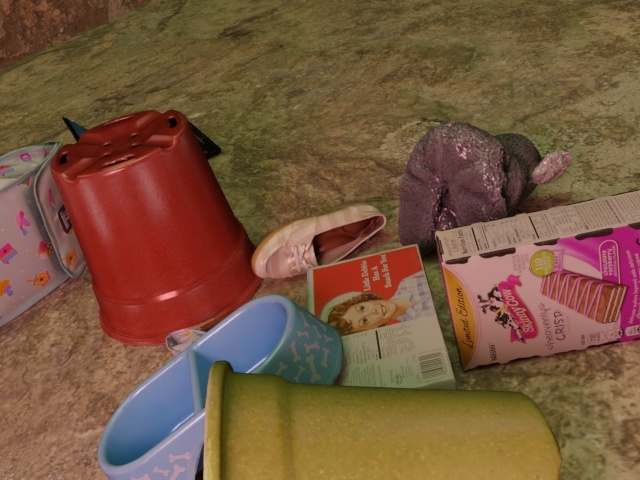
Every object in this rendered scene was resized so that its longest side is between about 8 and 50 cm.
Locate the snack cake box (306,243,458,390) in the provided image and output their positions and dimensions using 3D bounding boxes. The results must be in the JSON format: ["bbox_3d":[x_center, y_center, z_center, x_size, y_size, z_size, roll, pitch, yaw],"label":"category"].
[{"bbox_3d":[0.068,0.121,0.868,0.152,0.089,0.264,-14,31,7],"label":"snack cake box"}]

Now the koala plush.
[{"bbox_3d":[0.241,-0.090,1.049,0.196,0.203,0.221,17,33,42],"label":"koala plush"}]

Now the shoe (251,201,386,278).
[{"bbox_3d":[0.000,0.000,1.104,0.219,0.076,0.058,-25,27,-18],"label":"shoe"}]

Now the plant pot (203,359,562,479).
[{"bbox_3d":[0.051,0.221,0.586,0.254,0.276,0.276,-5,31,-2],"label":"plant pot"}]

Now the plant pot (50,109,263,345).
[{"bbox_3d":[-0.248,-0.033,1.093,0.272,0.265,0.272,-12,32,7],"label":"plant pot"}]

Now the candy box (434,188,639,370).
[{"bbox_3d":[0.258,0.048,0.827,0.233,0.159,0.071,-12,30,9],"label":"candy box"}]

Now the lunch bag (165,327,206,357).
[{"bbox_3d":[-0.153,0.151,0.942,0.083,0.071,0.053,7,39,34],"label":"lunch bag"}]

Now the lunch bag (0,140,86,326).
[{"bbox_3d":[-0.506,-0.020,1.235,0.160,0.223,0.262,23,46,39],"label":"lunch bag"}]

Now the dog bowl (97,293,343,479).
[{"bbox_3d":[-0.116,0.171,0.798,0.297,0.074,0.166,-38,27,4],"label":"dog bowl"}]

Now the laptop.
[{"bbox_3d":[-0.388,-0.229,1.595,0.264,0.136,0.234,-26,33,-15],"label":"laptop"}]
